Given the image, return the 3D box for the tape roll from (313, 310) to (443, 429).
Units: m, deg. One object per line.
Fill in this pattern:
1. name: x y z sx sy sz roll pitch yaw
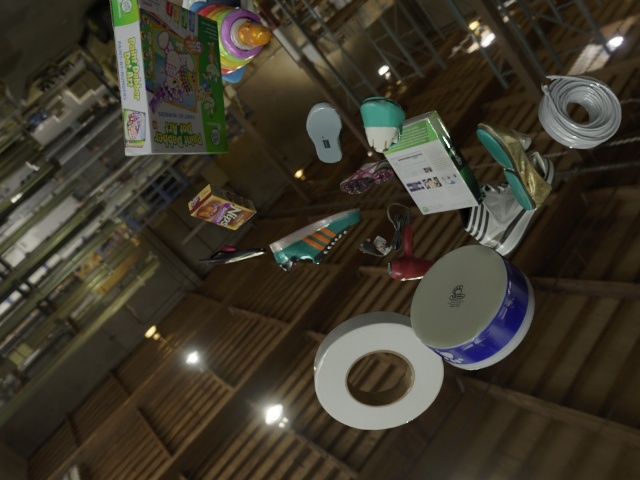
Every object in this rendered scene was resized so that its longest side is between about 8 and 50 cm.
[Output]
1. tape roll: 0.173 0.394 1.698 0.392 0.392 0.072 -38 -159 12

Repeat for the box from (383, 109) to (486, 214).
1. box: 0.334 -0.230 1.751 0.232 0.322 0.058 -7 -144 52

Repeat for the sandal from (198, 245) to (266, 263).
1. sandal: -0.225 0.031 1.451 0.179 0.040 0.067 -12 172 11

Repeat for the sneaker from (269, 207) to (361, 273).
1. sneaker: 0.000 0.000 1.770 0.302 0.121 0.108 -25 -176 0

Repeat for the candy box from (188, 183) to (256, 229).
1. candy box: -0.308 -0.103 1.800 0.109 0.186 0.053 -37 -124 27

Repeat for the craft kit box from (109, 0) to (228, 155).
1. craft kit box: -0.247 -0.269 0.968 0.060 0.247 0.250 2 -170 19

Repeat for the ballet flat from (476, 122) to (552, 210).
1. ballet flat: 0.547 -0.227 1.575 0.123 0.348 0.123 -28 -144 23

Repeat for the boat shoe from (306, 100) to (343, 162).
1. boat shoe: 0.010 -0.228 1.086 0.065 0.183 0.083 -2 -112 4

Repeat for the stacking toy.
1. stacking toy: -0.191 -0.463 1.293 0.302 0.175 0.166 24 -82 58

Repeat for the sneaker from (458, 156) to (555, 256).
1. sneaker: 0.660 -0.182 2.050 0.448 0.257 0.169 -56 -176 -21

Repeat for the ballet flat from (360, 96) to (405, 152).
1. ballet flat: 0.127 -0.220 1.130 0.083 0.087 0.247 4 -176 11

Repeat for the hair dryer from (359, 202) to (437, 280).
1. hair dryer: 0.303 0.031 1.966 0.224 0.293 0.080 -50 -173 6

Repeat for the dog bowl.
1. dog bowl: 0.334 0.145 1.273 0.265 0.104 0.265 -36 -146 29

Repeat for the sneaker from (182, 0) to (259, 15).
1. sneaker: -0.293 -0.631 1.691 0.236 0.130 0.323 -18 163 -28

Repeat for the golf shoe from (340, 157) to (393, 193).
1. golf shoe: 0.153 -0.217 1.925 0.186 0.067 0.086 -19 -130 10

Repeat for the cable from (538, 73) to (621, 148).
1. cable: 0.854 -0.424 1.881 0.089 0.257 0.257 100 -12 -73
